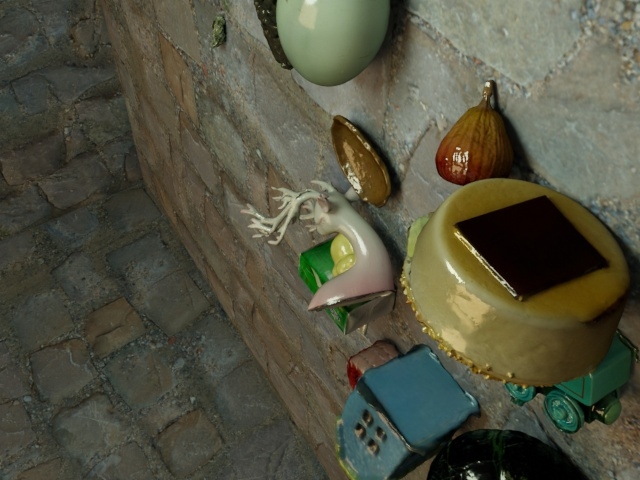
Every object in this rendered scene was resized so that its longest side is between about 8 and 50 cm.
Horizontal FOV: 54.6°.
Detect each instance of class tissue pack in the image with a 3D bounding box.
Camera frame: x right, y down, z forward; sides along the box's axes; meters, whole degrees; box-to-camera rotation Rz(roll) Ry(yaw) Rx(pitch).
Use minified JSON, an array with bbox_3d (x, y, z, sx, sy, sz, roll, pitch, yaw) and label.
[{"bbox_3d":[0.060,0.117,1.512,0.209,0.148,0.156,49,153,32],"label":"tissue pack"}]

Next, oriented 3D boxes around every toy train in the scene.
[{"bbox_3d":[0.366,0.185,0.947,0.203,0.112,0.163,29,135,51],"label":"toy train"}]

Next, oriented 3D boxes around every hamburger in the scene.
[{"bbox_3d":[0.256,0.055,0.826,0.302,0.302,0.170,50,147,30],"label":"hamburger"}]

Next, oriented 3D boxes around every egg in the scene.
[{"bbox_3d":[0.018,-0.358,1.013,0.183,0.183,0.264,57,164,15],"label":"egg"}]

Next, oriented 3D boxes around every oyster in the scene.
[{"bbox_3d":[-0.276,-0.564,1.670,0.100,0.037,0.098,-113,28,-57],"label":"oyster"}]

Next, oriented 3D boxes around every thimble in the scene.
[{"bbox_3d":[0.154,0.358,1.611,0.163,0.125,0.190,43,151,47],"label":"thimble"}]

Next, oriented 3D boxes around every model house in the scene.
[{"bbox_3d":[0.171,0.420,1.402,0.215,0.237,0.303,50,138,26],"label":"model house"}]

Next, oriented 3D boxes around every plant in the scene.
[{"bbox_3d":[-0.049,-0.427,1.147,0.142,0.131,0.203,-124,18,-44],"label":"plant"}]

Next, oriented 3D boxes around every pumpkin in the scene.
[{"bbox_3d":[0.345,0.493,1.151,0.315,0.238,0.315,7,111,19],"label":"pumpkin"}]

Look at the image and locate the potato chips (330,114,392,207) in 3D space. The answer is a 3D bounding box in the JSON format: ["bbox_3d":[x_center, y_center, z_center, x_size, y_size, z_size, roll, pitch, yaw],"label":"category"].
[{"bbox_3d":[0.087,-0.163,1.262,0.202,0.049,0.150,60,163,12],"label":"potato chips"}]

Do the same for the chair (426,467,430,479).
[{"bbox_3d":[0.315,0.559,1.443,0.325,0.170,0.160,-18,99,62],"label":"chair"}]

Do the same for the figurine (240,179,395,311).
[{"bbox_3d":[-0.007,-0.002,1.363,0.284,0.206,0.316,-23,71,43],"label":"figurine"}]

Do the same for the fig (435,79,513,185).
[{"bbox_3d":[0.217,-0.142,0.902,0.119,0.119,0.153,12,125,63],"label":"fig"}]
